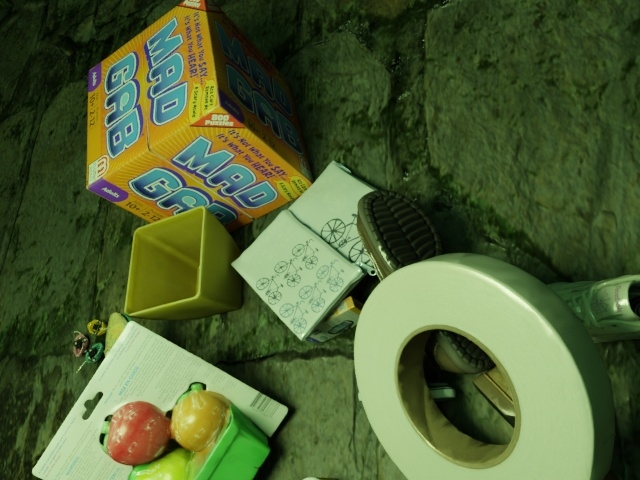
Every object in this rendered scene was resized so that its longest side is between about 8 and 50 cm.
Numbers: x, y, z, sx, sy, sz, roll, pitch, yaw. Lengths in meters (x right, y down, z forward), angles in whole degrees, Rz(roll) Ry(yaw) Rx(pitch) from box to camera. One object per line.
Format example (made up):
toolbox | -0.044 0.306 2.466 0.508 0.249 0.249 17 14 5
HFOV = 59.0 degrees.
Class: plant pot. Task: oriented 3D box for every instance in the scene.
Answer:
plant pot | -0.288 0.077 1.282 0.212 0.187 0.212 -16 60 26

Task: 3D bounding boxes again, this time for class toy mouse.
toy mouse | -0.606 0.281 1.490 0.160 0.031 0.143 -1 68 33

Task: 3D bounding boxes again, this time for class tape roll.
tape roll | 0.209 0.212 0.810 0.392 0.072 0.392 16 111 46

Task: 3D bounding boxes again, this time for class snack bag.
snack bag | 0.000 0.000 1.168 0.342 0.037 0.323 -46 41 -4

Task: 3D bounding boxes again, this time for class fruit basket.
fruit basket | -0.290 0.371 1.067 0.327 0.353 0.165 -58 9 -2

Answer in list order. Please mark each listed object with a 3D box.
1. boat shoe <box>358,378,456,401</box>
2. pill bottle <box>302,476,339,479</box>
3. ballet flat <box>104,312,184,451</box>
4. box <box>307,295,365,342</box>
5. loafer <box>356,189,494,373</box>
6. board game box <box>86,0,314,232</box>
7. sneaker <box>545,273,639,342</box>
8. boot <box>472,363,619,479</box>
boat shoe | 0.148 0.243 1.003 0.183 0.065 0.083 -10 68 31
pill bottle | -0.005 0.444 0.978 0.065 0.116 0.065 -14 62 27
ballet flat | -0.380 0.320 1.173 0.123 0.123 0.349 -27 92 20
box | 0.024 0.160 1.112 0.136 0.081 0.028 -28 56 19
loafer | 0.157 0.078 0.986 0.366 0.133 0.130 64 149 21
board game box | -0.281 -0.260 1.324 0.356 0.356 0.357 -26 57 21
sneaker | 0.407 0.096 0.853 0.305 0.152 0.114 -12 65 29
boot | 0.368 0.281 0.829 0.115 0.112 0.305 -40 50 -2
